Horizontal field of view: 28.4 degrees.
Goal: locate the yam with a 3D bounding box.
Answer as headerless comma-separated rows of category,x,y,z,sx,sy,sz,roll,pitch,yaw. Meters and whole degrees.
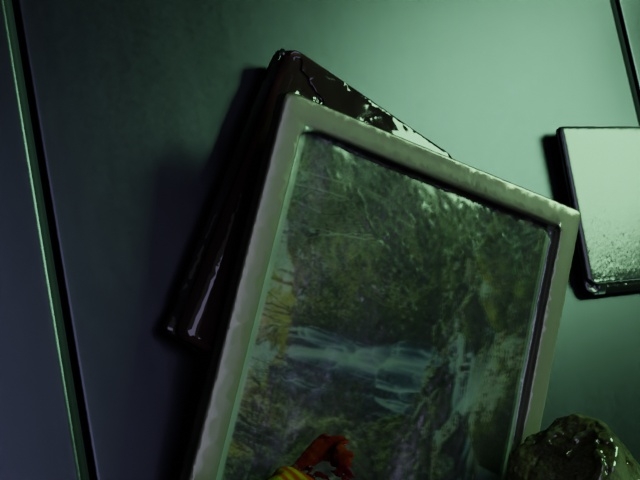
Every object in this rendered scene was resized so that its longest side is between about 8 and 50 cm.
yam,0.188,0.184,0.811,0.179,0.078,0.078,51,54,-37

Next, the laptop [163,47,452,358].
laptop,0.000,0.000,0.799,0.154,0.026,0.207,31,64,-24

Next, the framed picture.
framed picture,0.039,0.097,0.771,0.240,0.020,0.324,21,76,-26

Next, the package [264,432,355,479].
package,-0.041,0.213,0.590,0.288,0.223,0.108,-33,117,-21

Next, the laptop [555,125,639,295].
laptop,0.258,-0.026,0.970,0.180,0.016,0.129,-3,79,-33
